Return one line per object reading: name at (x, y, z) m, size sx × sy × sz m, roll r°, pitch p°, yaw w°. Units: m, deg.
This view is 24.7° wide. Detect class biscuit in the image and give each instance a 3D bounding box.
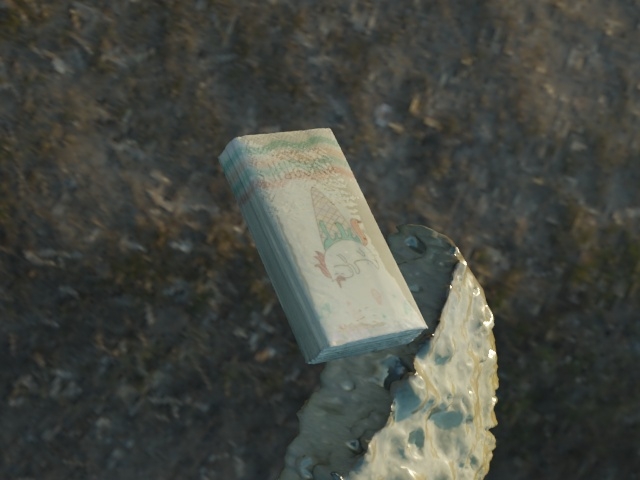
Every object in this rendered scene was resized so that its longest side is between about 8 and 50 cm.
biscuit at (0.066, 0.142, 1.082) m, size 0.179 × 0.084 × 0.281 m, roll 42°, pitch 61°, yaw -38°

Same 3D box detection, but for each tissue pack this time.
tissue pack at (0.000, 0.000, 0.636) m, size 0.056 × 0.108 × 0.023 m, roll -10°, pitch 154°, yaw -34°
